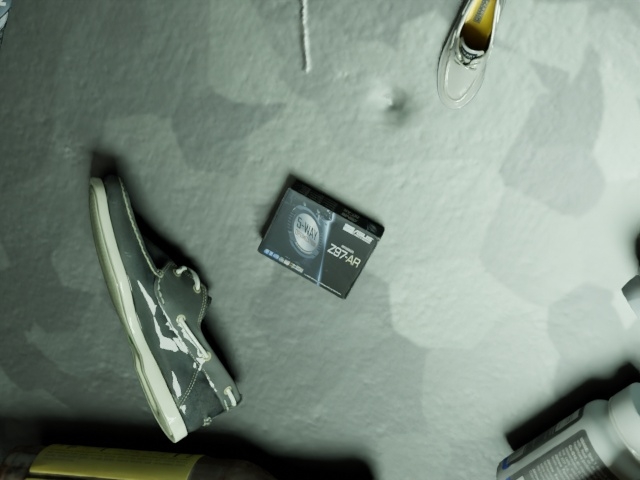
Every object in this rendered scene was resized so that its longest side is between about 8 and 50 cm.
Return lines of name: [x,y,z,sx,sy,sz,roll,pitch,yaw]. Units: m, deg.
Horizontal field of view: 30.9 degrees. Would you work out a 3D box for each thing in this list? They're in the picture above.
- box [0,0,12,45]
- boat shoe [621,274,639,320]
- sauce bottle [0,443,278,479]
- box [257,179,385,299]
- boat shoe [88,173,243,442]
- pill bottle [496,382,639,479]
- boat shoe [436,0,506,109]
box: [-0.325,-0.290,0.842,0.242,0.076,0.307,27,120,2]
boat shoe: [0.316,0.089,0.851,0.076,0.083,0.226,-42,110,17]
sauce bottle: [-0.119,0.245,1.024,0.344,0.111,0.111,3,116,17]
box: [0.000,0.000,0.923,0.083,0.018,0.067,30,120,1]
boat shoe: [-0.134,0.049,0.967,0.079,0.084,0.233,-23,103,-15]
pill bottle: [0.213,0.174,0.913,0.078,0.078,0.137,45,119,-8]
boat shoe: [0.106,-0.136,0.817,0.035,0.035,0.100,23,119,4]
